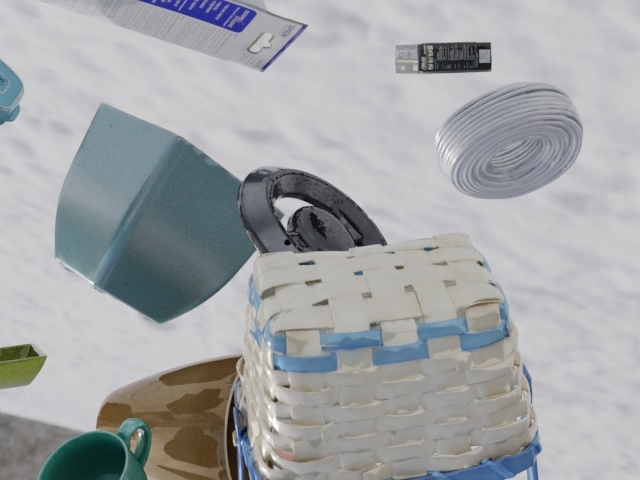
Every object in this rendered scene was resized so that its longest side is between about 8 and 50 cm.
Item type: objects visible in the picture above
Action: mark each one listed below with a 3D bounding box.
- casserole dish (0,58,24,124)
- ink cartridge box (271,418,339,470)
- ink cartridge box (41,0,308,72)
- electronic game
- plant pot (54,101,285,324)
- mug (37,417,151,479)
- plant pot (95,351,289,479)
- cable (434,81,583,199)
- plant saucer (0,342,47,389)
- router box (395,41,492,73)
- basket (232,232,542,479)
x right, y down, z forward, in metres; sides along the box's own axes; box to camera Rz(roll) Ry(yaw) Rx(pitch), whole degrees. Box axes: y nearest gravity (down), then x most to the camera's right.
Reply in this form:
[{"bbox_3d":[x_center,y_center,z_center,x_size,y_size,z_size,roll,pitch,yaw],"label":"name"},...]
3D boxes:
[{"bbox_3d":[-0.568,-0.278,2.102,0.037,0.114,0.188,-25,121,36],"label":"casserole dish"},{"bbox_3d":[0.029,0.267,1.578,0.179,0.045,0.145,6,148,3],"label":"ink cartridge box"},{"bbox_3d":[-0.212,-0.327,1.645,0.371,0.069,0.176,18,160,-18],"label":"ink cartridge box"},{"bbox_3d":[0.000,0.000,1.467,0.229,0.229,0.048,23,124,-32],"label":"electronic game"},{"bbox_3d":[-0.260,-0.023,1.924,0.247,0.252,0.248,36,173,-41],"label":"plant pot"},{"bbox_3d":[-0.278,0.322,1.641,0.157,0.129,0.097,-26,132,-1],"label":"mug"},{"bbox_3d":[-0.185,0.273,1.811,0.254,0.237,0.237,-2,159,27],"label":"plant pot"},{"bbox_3d":[0.325,-0.166,2.169,0.257,0.089,0.257,-15,150,-6],"label":"cable"},{"bbox_3d":[-0.510,0.197,1.878,0.188,0.045,0.188,-7,-176,-19],"label":"plant saucer"},{"bbox_3d":[0.150,-0.226,1.555,0.092,0.038,0.122,-4,-172,-10],"label":"router box"},{"bbox_3d":[0.055,0.146,0.997,0.254,0.289,0.201,-6,-157,-7],"label":"basket"}]
